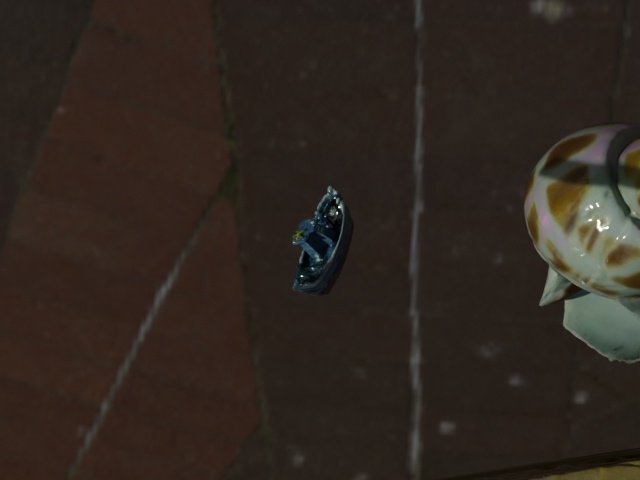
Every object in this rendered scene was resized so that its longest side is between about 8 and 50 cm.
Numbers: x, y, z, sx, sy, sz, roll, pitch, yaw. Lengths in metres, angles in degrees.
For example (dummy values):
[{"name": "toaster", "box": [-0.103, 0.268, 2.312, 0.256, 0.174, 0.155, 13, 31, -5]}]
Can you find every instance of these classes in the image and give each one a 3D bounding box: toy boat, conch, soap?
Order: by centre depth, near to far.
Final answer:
[{"name": "soap", "box": [0.089, 0.151, 0.951, 0.252, 0.037, 0.092, -7, 175, -16]}, {"name": "conch", "box": [0.332, -0.009, 1.802, 0.197, 0.249, 0.368, -31, 176, -5]}, {"name": "toy boat", "box": [0.000, 0.000, 1.964, 0.060, 0.137, 0.061, -8, 140, 46]}]
